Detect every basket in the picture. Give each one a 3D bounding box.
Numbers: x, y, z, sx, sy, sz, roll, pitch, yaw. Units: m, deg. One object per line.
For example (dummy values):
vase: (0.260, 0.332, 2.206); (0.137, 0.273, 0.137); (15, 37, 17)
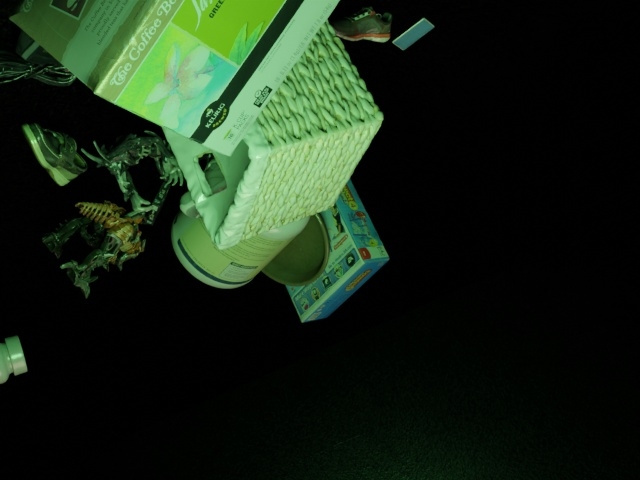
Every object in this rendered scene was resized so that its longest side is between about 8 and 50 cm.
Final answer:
basket: (-0.105, -0.216, 1.651); (0.266, 0.328, 0.331); (-16, 157, -27)

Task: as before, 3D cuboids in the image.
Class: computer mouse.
computer mouse: (-0.410, -0.331, 1.420); (0.272, 0.072, 0.188); (-26, 164, 39)

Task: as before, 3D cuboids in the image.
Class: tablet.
tablet: (0.193, -0.429, 1.904); (0.083, 0.006, 0.054); (-35, 156, 23)

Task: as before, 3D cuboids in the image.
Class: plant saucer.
plant saucer: (-0.087, -0.019, 2.231); (0.041, 0.278, 0.278); (-35, 173, -47)

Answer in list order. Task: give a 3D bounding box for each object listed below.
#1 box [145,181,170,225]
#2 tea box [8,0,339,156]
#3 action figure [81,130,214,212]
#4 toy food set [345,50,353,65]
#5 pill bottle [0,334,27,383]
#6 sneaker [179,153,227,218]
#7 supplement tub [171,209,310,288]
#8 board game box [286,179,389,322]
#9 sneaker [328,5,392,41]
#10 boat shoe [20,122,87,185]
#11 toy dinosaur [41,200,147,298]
box: (-0.363, -0.081, 2.046); (0.018, 0.067, 0.083); (25, 144, -7)
tea box: (-0.185, -0.339, 1.282); (0.329, 0.220, 0.323); (-55, 151, 9)
action figure: (-0.334, -0.144, 1.830); (0.275, 0.141, 0.164); (-5, 163, -44)
toy food set: (0.010, -0.316, 1.838); (0.111, 0.104, 0.232); (-14, 156, -25)
pill bottle: (-0.880, 0.324, 2.360); (0.221, 0.121, 0.121); (-15, 157, -22)
sneaker: (-0.191, -0.153, 1.838); (0.281, 0.115, 0.105); (-45, 171, -29)
supplement tub: (-0.167, -0.063, 2.059); (0.235, 0.235, 0.325); (-3, 151, -43)
board game box: (0.000, 0.000, 2.294); (0.086, 0.302, 0.308); (-7, 153, -39)
sneaker: (0.073, -0.421, 1.754); (0.158, 0.061, 0.065); (-8, 126, -39)
boat shoe: (-0.489, -0.170, 1.695); (0.073, 0.080, 0.223); (-28, 164, -7)
toy dinosaur: (-0.487, -0.018, 2.014); (0.218, 0.164, 0.322); (-36, 142, -10)
